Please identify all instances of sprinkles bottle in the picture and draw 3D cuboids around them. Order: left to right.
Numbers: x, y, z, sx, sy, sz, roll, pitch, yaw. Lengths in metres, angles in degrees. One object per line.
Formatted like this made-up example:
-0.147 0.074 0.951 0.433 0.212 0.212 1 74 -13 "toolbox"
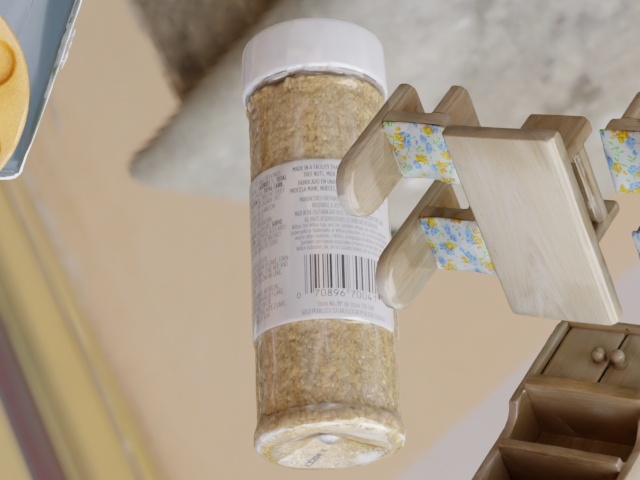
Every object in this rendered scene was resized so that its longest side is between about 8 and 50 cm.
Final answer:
0.000 0.000 1.548 0.121 0.355 0.121 -2 156 -1 "sprinkles bottle"

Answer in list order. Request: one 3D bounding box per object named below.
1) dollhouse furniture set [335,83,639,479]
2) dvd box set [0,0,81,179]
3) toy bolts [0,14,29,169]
0.129 0.045 1.131 0.161 0.212 0.242 -53 133 -35 "dollhouse furniture set"
-0.232 -0.278 1.091 0.062 0.420 0.308 -2 129 -35 "dvd box set"
-0.239 -0.106 0.764 0.218 0.229 0.158 -6 175 4 "toy bolts"
